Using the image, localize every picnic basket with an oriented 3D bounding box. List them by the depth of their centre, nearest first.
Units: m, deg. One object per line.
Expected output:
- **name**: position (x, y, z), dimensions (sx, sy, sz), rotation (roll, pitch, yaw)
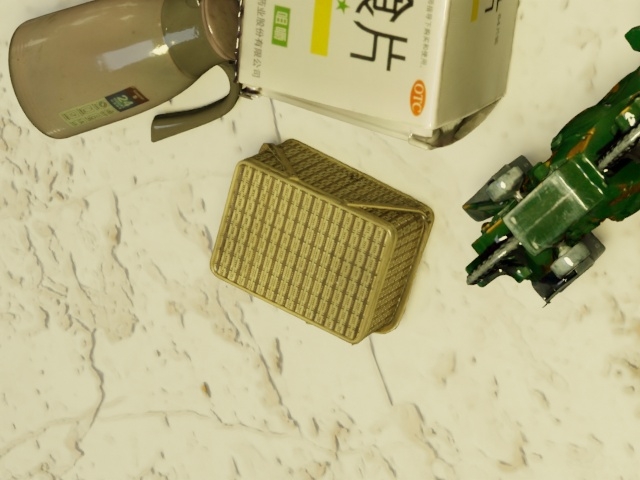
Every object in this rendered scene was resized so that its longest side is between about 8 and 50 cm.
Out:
- **picnic basket**: position (0.000, 0.000, 1.587), dimensions (0.164, 0.079, 0.115), rotation (26, 117, 20)

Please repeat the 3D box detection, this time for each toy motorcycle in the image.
- **toy motorcycle**: position (0.206, -0.055, 1.417), dimensions (0.125, 0.187, 0.274), rotation (51, 141, 5)

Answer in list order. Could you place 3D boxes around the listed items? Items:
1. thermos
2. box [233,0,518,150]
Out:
- **thermos**: position (-0.142, -0.145, 1.621), dimensions (0.193, 0.105, 0.137), rotation (-15, 124, 25)
- **box**: position (0.053, -0.251, 1.440), dimensions (0.173, 0.145, 0.333), rotation (16, 112, 26)
